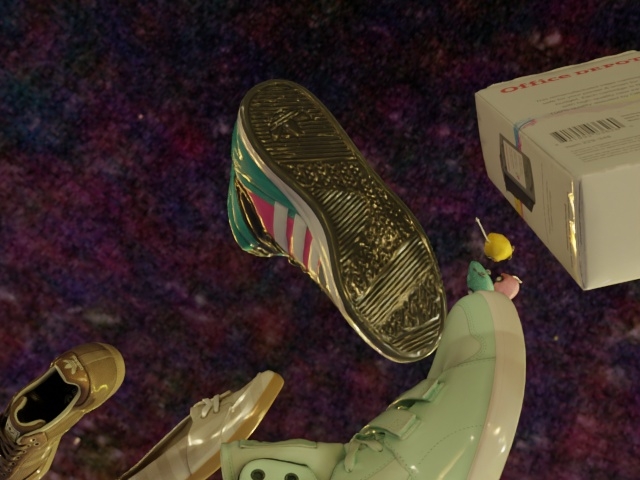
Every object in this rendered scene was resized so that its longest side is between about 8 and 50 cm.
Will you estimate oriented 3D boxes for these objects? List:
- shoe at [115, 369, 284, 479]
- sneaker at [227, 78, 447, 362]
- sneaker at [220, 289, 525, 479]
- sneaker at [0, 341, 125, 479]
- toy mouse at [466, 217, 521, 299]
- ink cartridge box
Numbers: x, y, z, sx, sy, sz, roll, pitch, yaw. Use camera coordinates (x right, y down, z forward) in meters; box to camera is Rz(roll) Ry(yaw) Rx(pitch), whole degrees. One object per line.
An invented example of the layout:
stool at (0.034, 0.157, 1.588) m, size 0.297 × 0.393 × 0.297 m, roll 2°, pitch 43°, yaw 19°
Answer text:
shoe at (-0.126, 0.199, 0.811) m, size 0.058 × 0.219 × 0.076 m, roll 47°, pitch 174°, yaw -4°
sneaker at (0.000, 0.000, 0.847) m, size 0.295 × 0.124 × 0.178 m, roll 58°, pitch 160°, yaw 6°
sneaker at (0.026, 0.115, 0.502) m, size 0.151 × 0.255 × 0.094 m, roll 24°, pitch 149°, yaw 1°
sneaker at (-0.249, 0.153, 0.711) m, size 0.066 × 0.188 × 0.071 m, roll 48°, pitch -166°, yaw 18°
toy mouse at (0.260, 0.064, 1.255) m, size 0.031 × 0.143 × 0.161 m, roll 7°, pitch 161°, yaw 42°
ink cartridge box at (0.322, -0.090, 0.904) m, size 0.226 × 0.306 × 0.131 m, roll -13°, pitch 115°, yaw -1°
